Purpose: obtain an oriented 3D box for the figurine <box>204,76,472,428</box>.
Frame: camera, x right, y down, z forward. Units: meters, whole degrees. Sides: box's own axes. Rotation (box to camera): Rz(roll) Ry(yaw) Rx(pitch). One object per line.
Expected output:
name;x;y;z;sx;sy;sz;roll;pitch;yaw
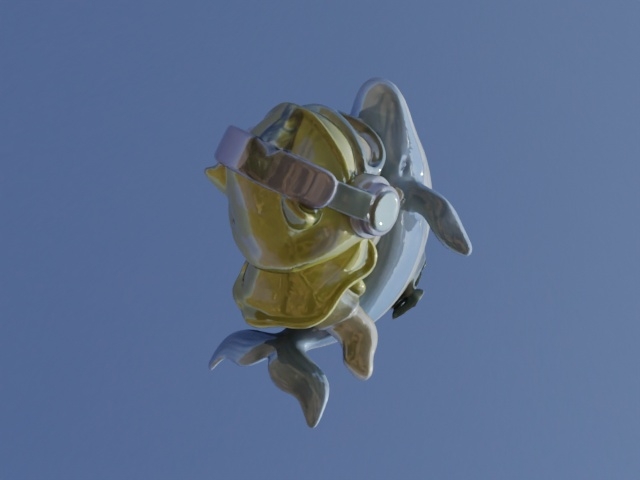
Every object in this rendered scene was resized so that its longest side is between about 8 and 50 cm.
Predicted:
figurine;0.000;0.000;1.118;0.128;0.184;0.209;24;-89;38
